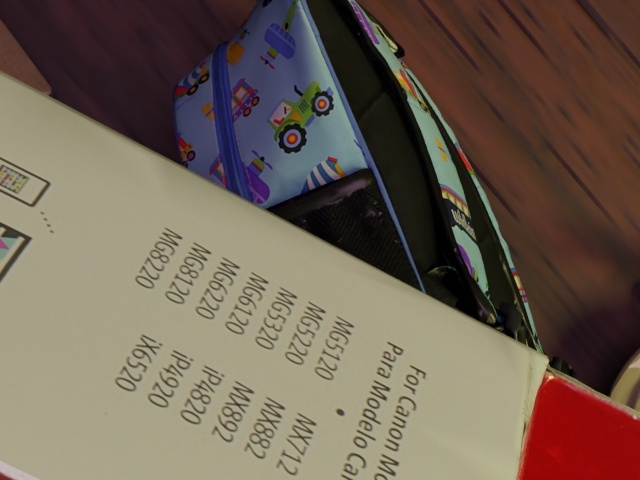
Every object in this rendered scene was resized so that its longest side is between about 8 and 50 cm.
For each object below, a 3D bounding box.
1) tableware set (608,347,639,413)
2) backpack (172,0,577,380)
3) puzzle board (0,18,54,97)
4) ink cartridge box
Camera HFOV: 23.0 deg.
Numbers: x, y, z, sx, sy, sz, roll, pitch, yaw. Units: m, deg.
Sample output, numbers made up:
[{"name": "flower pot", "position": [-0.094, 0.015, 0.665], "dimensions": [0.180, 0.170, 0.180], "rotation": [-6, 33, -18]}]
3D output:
[{"name": "tableware set", "position": [0.204, 0.085, 0.609], "dimensions": [0.194, 0.039, 0.128], "rotation": [16, 94, 3]}, {"name": "backpack", "position": [0.000, 0.000, 0.546], "dimensions": [0.117, 0.158, 0.173], "rotation": [-26, 72, 10]}, {"name": "puzzle board", "position": [-0.179, -0.079, 0.608], "dimensions": [0.096, 0.011, 0.128], "rotation": [-37, 87, -7]}, {"name": "ink cartridge box", "position": [-0.070, 0.140, 0.446], "dimensions": [0.271, 0.130, 0.309], "rotation": [27, 126, -2]}]
